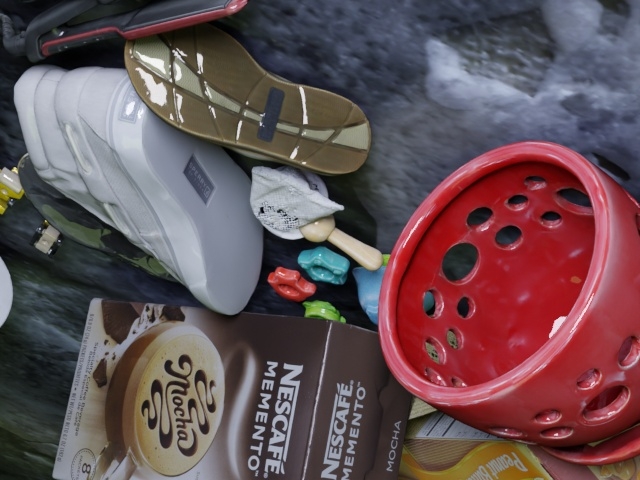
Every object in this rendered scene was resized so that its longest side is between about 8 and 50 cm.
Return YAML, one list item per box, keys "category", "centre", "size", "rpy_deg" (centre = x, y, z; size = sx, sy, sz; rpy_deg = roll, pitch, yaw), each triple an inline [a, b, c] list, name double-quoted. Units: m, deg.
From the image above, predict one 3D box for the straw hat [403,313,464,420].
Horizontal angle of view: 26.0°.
- category: "straw hat"
  centre: [0.101, 0.094, 1.165]
  size: [0.144, 0.144, 0.061]
  rpy_deg: [-18, 99, 45]

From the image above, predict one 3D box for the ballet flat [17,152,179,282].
- category: "ballet flat"
  centre: [-0.170, -0.018, 1.124]
  size: [0.173, 0.049, 0.057]
  rpy_deg: [33, 104, -20]

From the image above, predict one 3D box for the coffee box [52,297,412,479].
- category: "coffee box"
  centre: [-0.076, 0.146, 1.168]
  size: [0.297, 0.168, 0.119]
  rpy_deg: [1, 166, 42]

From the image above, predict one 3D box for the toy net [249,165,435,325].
- category: "toy net"
  centre: [0.000, 0.000, 1.081]
  size: [0.122, 0.045, 0.232]
  rpy_deg: [2, 147, 32]

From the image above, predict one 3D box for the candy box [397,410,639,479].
- category: "candy box"
  centre: [0.161, 0.206, 1.190]
  size: [0.183, 0.087, 0.316]
  rpy_deg: [48, 155, -14]

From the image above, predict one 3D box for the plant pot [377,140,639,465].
- category: "plant pot"
  centre: [0.162, 0.055, 0.944]
  size: [0.191, 0.191, 0.174]
  rpy_deg: [-15, 141, 43]

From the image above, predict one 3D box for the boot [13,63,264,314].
- category: "boot"
  centre: [-0.132, -0.042, 1.041]
  size: [0.123, 0.095, 0.258]
  rpy_deg: [13, 148, 26]

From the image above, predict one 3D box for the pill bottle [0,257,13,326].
- category: "pill bottle"
  centre: [-0.380, 0.067, 1.299]
  size: [0.119, 0.119, 0.208]
  rpy_deg: [33, 147, -28]

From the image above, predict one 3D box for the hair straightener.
- category: "hair straightener"
  centre: [-0.145, -0.167, 0.872]
  size: [0.230, 0.047, 0.089]
  rpy_deg: [-4, 127, 40]

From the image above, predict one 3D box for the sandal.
- category: "sandal"
  centre: [-0.051, -0.091, 0.931]
  size: [0.180, 0.072, 0.049]
  rpy_deg: [22, 172, -20]

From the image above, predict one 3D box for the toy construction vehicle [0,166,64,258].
- category: "toy construction vehicle"
  centre: [-0.247, -0.029, 1.162]
  size: [0.086, 0.035, 0.098]
  rpy_deg: [32, 146, -7]
